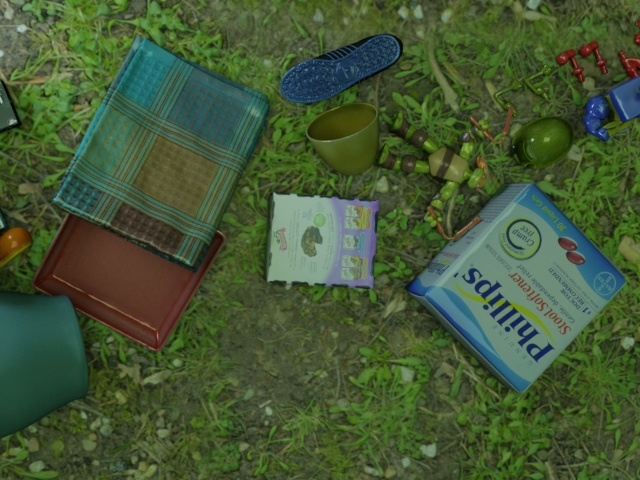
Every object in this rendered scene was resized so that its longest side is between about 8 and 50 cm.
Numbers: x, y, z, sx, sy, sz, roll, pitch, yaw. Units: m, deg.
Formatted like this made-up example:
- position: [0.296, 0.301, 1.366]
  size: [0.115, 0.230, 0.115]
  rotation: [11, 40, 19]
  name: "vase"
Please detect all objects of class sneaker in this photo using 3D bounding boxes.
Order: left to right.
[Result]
- position: [0.042, -0.310, 1.857]
  size: [0.232, 0.090, 0.081]
  rotation: [-18, 96, 13]
  name: "sneaker"

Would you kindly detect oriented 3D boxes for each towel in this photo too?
- position: [-0.261, -0.157, 1.747]
  size: [0.272, 0.040, 0.370]
  rotation: [26, 61, -9]
  name: "towel"

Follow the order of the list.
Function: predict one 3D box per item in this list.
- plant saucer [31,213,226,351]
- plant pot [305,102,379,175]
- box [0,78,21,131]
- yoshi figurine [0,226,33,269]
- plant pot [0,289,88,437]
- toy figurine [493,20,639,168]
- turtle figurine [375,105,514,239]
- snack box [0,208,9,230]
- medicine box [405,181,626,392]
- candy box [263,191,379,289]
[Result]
- position: [-0.333, 0.030, 1.787]
  size: [0.259, 0.047, 0.259]
  rotation: [29, 106, -8]
  name: "plant saucer"
- position: [0.052, -0.174, 1.843]
  size: [0.134, 0.134, 0.095]
  rotation: [-25, 121, -7]
  name: "plant pot"
- position: [-0.564, -0.229, 1.769]
  size: [0.062, 0.052, 0.083]
  rotation: [-21, 96, -8]
  name: "box"
- position: [-0.614, -0.113, 1.647]
  size: [0.203, 0.203, 0.362]
  rotation: [-38, 94, -23]
  name: "yoshi figurine"
- position: [-0.530, 0.198, 1.698]
  size: [0.255, 0.272, 0.271]
  rotation: [-11, 94, -23]
  name: "plant pot"
- position: [0.526, -0.273, 1.861]
  size: [0.363, 0.217, 0.191]
  rotation: [-24, 96, -8]
  name: "toy figurine"
- position: [0.226, -0.156, 1.883]
  size: [0.217, 0.087, 0.269]
  rotation: [25, 97, -2]
  name: "turtle figurine"
- position: [-0.724, -0.041, 1.746]
  size: [0.322, 0.060, 0.187]
  rotation: [-24, 94, -8]
  name: "snack box"
- position: [0.356, 0.083, 1.881]
  size: [0.263, 0.149, 0.289]
  rotation: [45, 84, -8]
  name: "medicine box"
- position: [0.000, 0.000, 1.860]
  size: [0.196, 0.070, 0.164]
  rotation: [4, 92, -10]
  name: "candy box"
